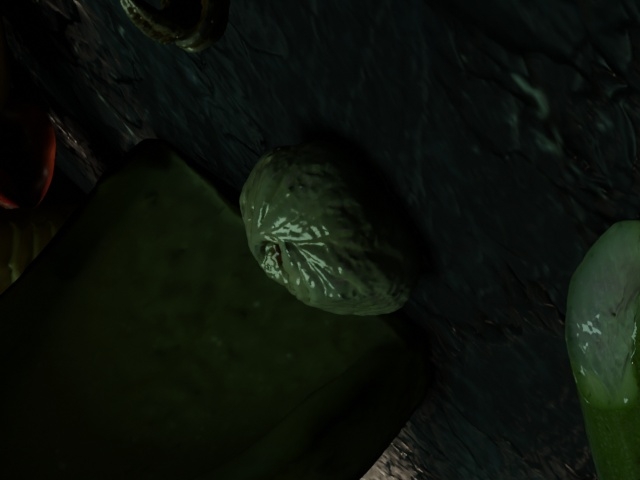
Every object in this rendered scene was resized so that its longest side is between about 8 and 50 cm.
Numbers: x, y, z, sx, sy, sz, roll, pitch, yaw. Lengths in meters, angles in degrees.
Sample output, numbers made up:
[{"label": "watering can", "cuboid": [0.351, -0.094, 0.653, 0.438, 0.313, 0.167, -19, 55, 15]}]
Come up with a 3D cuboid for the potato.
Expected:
[{"label": "potato", "cuboid": [-0.102, 0.132, 0.923, 0.330, 0.280, 0.212, 33, 154, 42]}]

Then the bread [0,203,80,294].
[{"label": "bread", "cuboid": [-0.280, 0.036, 1.192, 0.227, 0.254, 0.142, -70, -23, -85]}]

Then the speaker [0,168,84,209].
[{"label": "speaker", "cuboid": [-0.323, 0.048, 1.491, 0.254, 0.184, 0.232, 41, 161, 36]}]

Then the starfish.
[{"label": "starfish", "cuboid": [-0.104, -0.160, 0.648, 0.190, 0.074, 0.146, 37, 160, 40]}]

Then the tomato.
[{"label": "tomato", "cuboid": [-0.315, -0.110, 1.282, 0.159, 0.091, 0.139, 47, 158, -17]}]

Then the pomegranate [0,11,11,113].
[{"label": "pomegranate", "cuboid": [-0.430, -0.163, 1.006, 0.416, 0.417, 0.416, 45, 163, 18]}]

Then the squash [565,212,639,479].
[{"label": "squash", "cuboid": [0.140, 0.076, 0.524, 0.069, 0.069, 0.239, 37, 159, 39]}]

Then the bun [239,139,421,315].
[{"label": "bun", "cuboid": [0.000, 0.000, 0.730, 0.115, 0.069, 0.115, 46, 165, 16]}]
